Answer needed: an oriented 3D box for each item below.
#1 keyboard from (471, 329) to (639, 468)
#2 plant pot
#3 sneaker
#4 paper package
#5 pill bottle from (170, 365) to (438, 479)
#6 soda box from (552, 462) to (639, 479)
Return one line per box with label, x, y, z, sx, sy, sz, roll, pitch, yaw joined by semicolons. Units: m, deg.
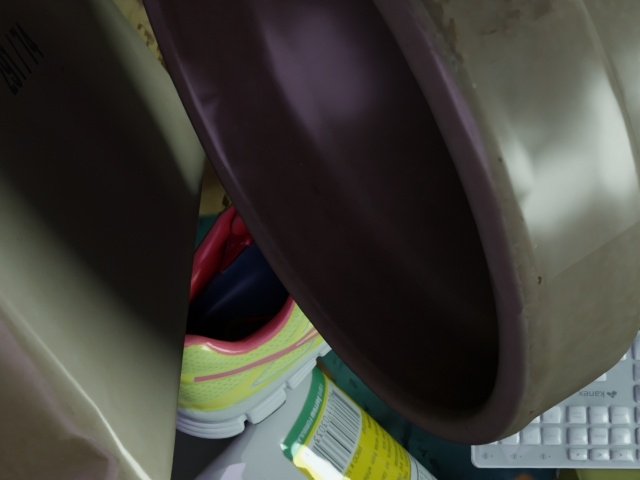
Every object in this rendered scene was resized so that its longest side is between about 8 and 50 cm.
keyboard;0.206;0.083;0.829;0.256;0.014;0.072;0;84;-1
plant pot;0.083;-0.092;0.580;0.229;0.263;0.263;-30;115;-15
sneaker;0.000;0.000;0.724;0.208;0.081;0.094;-47;154;-13
paper package;-0.194;-0.050;0.607;0.168;0.325;0.309;-31;112;13
pill bottle;0.012;0.158;0.822;0.117;0.117;0.208;-41;109;16
soda box;0.146;0.199;0.876;0.061;0.058;0.181;9;115;-5
